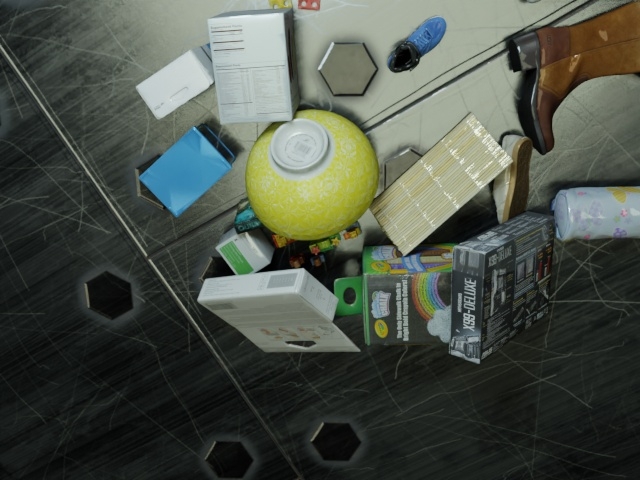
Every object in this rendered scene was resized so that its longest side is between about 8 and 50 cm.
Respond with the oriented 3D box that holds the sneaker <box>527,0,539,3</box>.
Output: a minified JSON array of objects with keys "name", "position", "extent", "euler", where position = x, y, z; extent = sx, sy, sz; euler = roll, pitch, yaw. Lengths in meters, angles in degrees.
[{"name":"sneaker","position":[0.484,-0.574,1.389],"extent":[0.095,0.090,0.235],"euler":[20,110,-14]}]

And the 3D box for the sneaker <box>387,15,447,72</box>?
[{"name":"sneaker","position":[0.203,-0.402,1.459],"extent":[0.152,0.084,0.058],"euler":[-37,103,14]}]

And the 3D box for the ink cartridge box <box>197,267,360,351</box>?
[{"name":"ink cartridge box","position":[-0.087,0.166,1.598],"extent":[0.296,0.066,0.261],"euler":[-7,142,37]}]

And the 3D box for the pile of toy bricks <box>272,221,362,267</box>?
[{"name":"pile of toy bricks","position":[0.000,0.000,1.595],"extent":[0.212,0.105,0.118],"euler":[-20,106,10]}]

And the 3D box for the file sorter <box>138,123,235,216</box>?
[{"name":"file sorter","position":[-0.287,-0.161,1.559],"extent":[0.170,0.104,0.118],"euler":[-39,103,15]}]

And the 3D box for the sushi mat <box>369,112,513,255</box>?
[{"name":"sushi mat","position":[0.254,-0.121,1.544],"extent":[0.316,0.019,0.151],"euler":[-43,67,15]}]

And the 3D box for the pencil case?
[{"name":"pencil case","position":[0.650,-0.054,1.536],"extent":[0.273,0.113,0.124],"euler":[-3,118,4]}]

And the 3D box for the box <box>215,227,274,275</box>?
[{"name":"box","position":[-0.170,0.019,1.613],"extent":[0.087,0.102,0.101],"euler":[-32,104,12]}]

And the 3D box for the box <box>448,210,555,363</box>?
[{"name":"box","position":[0.393,0.092,1.510],"extent":[0.077,0.307,0.242],"euler":[15,116,41]}]

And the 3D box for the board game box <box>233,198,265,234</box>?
[{"name":"board game box","position":[-0.097,-0.077,1.564],"extent":[0.186,0.126,0.026],"euler":[-16,118,8]}]

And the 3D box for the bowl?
[{"name":"bowl","position":[-0.029,-0.160,1.440],"extent":[0.290,0.156,0.289],"euler":[-3,68,9]}]

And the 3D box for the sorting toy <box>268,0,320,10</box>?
[{"name":"sorting toy","position":[-0.051,-0.597,1.430],"extent":[0.132,0.046,0.274],"euler":[8,109,1]}]

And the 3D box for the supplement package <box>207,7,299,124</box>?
[{"name":"supplement package","position":[-0.128,-0.357,1.431],"extent":[0.149,0.194,0.203],"euler":[-3,112,4]}]

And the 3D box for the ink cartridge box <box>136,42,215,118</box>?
[{"name":"ink cartridge box","position":[-0.279,-0.331,1.455],"extent":[0.140,0.190,0.082],"euler":[-30,104,12]}]

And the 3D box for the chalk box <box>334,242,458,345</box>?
[{"name":"chalk box","position":[0.176,0.119,1.589],"extent":[0.289,0.179,0.180],"euler":[-1,109,5]}]

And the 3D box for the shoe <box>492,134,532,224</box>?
[{"name":"shoe","position":[0.419,-0.128,1.558],"extent":[0.058,0.077,0.219],"euler":[26,123,42]}]

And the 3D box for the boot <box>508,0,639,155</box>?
[{"name":"boot","position":[0.554,-0.335,1.480],"extent":[0.281,0.096,0.264],"euler":[-15,100,0]}]
